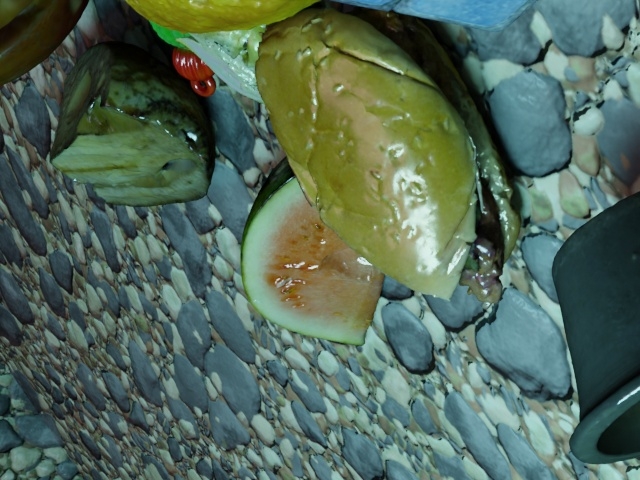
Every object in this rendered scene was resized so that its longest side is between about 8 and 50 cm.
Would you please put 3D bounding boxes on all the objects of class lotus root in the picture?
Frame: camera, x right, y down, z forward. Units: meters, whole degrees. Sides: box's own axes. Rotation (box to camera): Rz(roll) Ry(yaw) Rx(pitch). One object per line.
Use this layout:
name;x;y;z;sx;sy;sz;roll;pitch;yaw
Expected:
lotus root;-0.227;-0.147;1.530;0.210;0.142;0.314;32;158;-31

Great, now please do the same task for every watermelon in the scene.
watermelon;-0.011;-0.019;1.370;0.128;0.159;0.303;-95;8;-46

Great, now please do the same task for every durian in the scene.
durian;-0.045;-0.196;1.258;0.208;0.102;0.146;45;155;-22

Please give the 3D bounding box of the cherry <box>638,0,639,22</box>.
cherry;0.270;-0.158;0.692;0.239;0.206;0.239;57;-173;-11

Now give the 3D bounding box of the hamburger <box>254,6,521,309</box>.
hamburger;0.067;-0.096;1.119;0.282;0.155;0.245;32;133;31

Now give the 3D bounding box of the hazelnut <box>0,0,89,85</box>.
hazelnut;-0.471;-0.366;1.464;0.429;0.402;0.402;37;146;7

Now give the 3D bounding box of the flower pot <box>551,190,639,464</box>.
flower pot;0.266;0.051;0.920;0.235;0.235;0.148;113;142;-54

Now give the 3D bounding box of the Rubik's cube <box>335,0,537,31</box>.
Rubik's cube;0.028;-0.353;0.654;0.344;0.337;0.344;141;131;-58

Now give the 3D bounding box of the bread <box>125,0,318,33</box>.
bread;-0.112;-0.369;1.036;0.361;0.250;0.394;4;119;54

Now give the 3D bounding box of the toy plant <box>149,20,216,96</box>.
toy plant;-0.142;-0.272;1.332;0.154;0.088;0.240;-14;116;41
